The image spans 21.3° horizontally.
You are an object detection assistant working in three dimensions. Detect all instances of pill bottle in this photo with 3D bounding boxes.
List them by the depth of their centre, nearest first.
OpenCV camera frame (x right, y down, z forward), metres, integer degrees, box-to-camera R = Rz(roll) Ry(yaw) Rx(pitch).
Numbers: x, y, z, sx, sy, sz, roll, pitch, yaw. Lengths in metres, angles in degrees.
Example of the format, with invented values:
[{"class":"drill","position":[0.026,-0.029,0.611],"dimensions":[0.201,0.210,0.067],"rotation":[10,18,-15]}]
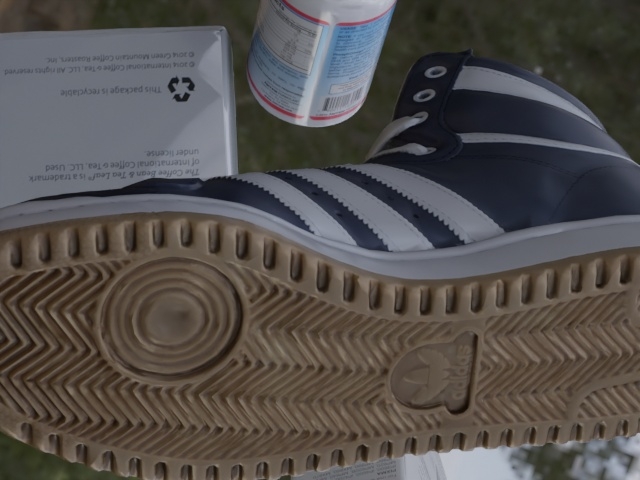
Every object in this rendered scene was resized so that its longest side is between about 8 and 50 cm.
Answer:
[{"class":"pill bottle","position":[0.004,-0.154,1.107],"dimensions":[0.160,0.087,0.087],"rotation":[108,4,-52]}]

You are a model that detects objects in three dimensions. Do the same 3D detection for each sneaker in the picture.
[{"class":"sneaker","position":[0.000,0.000,0.604],"dimensions":[0.153,0.282,0.099],"rotation":[-113,-152,-55]}]

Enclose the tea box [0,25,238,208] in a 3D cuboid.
[{"class":"tea box","position":[-0.224,-0.036,1.273],"dimensions":[0.323,0.329,0.220],"rotation":[-154,-118,-87]}]

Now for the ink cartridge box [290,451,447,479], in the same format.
[{"class":"ink cartridge box","position":[0.041,0.197,1.268],"dimensions":[0.218,0.092,0.158],"rotation":[-92,165,-61]}]
